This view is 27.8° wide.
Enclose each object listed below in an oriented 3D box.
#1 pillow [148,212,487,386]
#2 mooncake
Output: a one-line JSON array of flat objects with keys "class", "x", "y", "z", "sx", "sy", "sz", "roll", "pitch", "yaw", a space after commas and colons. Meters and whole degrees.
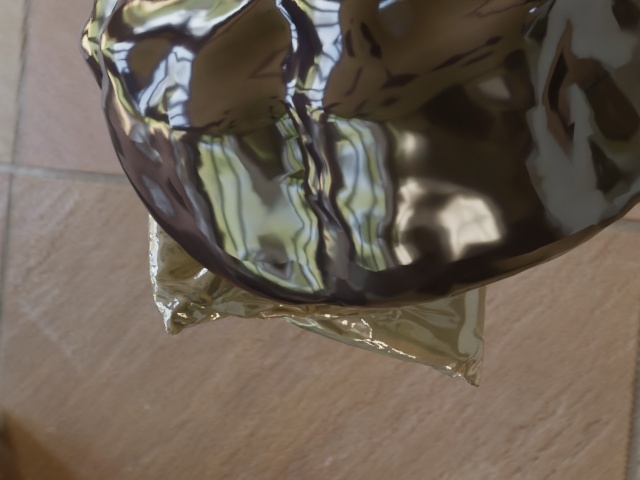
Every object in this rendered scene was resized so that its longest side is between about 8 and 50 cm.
[{"class": "pillow", "x": 0.000, "y": 0.000, "z": 0.898, "sx": 0.067, "sy": 0.270, "sz": 0.173, "roll": 158, "pitch": 119, "yaw": -64}, {"class": "mooncake", "x": 0.035, "y": -0.110, "z": 0.511, "sx": 0.283, "sy": 0.141, "sz": 0.283, "roll": -19, "pitch": 36, "yaw": 15}]
